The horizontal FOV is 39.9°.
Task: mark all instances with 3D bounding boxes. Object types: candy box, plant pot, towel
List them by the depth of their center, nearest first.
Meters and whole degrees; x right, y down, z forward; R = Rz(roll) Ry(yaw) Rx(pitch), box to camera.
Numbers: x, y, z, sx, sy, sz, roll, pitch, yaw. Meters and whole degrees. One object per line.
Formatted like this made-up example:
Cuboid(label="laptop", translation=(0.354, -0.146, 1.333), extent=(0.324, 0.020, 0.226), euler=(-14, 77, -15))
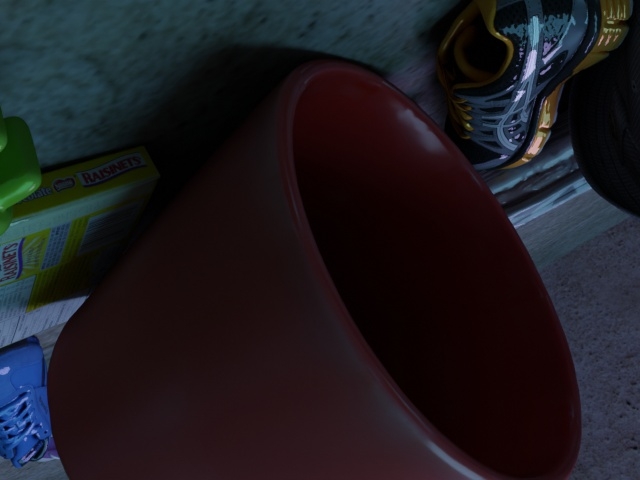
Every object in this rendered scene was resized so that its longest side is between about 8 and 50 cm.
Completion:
Cuboid(label="candy box", translation=(-0.171, 0.016, 0.538), extent=(0.105, 0.027, 0.206), euler=(-20, 164, -32))
Cuboid(label="plant pot", translation=(-0.016, 0.068, 0.543), extent=(0.243, 0.274, 0.275), euler=(-33, 166, 28))
Cuboid(label="towel", translation=(0.267, -0.108, 0.754), extent=(0.332, 0.053, 0.317), euler=(-29, -177, 11))

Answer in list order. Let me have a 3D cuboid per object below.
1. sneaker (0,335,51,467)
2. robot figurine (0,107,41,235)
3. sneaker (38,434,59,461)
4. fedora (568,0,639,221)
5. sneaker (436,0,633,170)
Cuboid(label="sneaker", translation=(-0.249, 0.137, 0.725), extent=(0.069, 0.082, 0.209), euler=(-21, 164, -19))
Cuboid(label="robot figurine", translation=(-0.167, -0.016, 0.336), extent=(0.115, 0.067, 0.101), euler=(-27, 144, -1))
Cuboid(label="sneaker", translation=(-0.215, 0.206, 0.887), extent=(0.102, 0.161, 0.282), euler=(-16, 164, -47))
Cuboid(label="fedora", translation=(0.254, -0.125, 0.505), extent=(0.244, 0.275, 0.124), euler=(-7, 140, 27))
Cuboid(label="sneaker", translation=(0.109, -0.107, 0.555), extent=(0.083, 0.084, 0.215), euler=(-13, 159, -14))
